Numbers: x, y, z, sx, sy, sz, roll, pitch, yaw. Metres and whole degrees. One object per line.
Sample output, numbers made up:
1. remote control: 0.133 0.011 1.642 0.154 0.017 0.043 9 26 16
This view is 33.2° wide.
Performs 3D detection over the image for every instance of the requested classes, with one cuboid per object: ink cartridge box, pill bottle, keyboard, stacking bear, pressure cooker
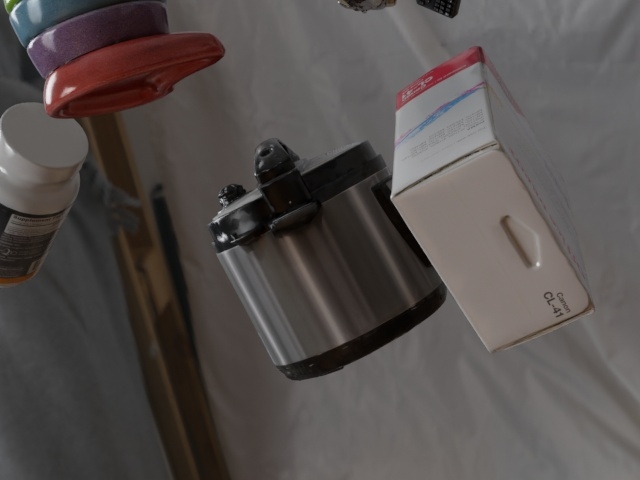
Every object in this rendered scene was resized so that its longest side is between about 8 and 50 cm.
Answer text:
1. ink cartridge box: 0.187 -0.057 1.205 0.131 0.226 0.306 -27 21 20
2. pill bottle: -0.461 -0.067 1.631 0.162 0.278 0.162 20 42 -19
3. keyboard: 0.216 -0.441 1.765 0.108 0.180 0.023 21 56 10
4. stacking bear: -0.235 -0.279 1.038 0.164 0.289 0.175 -20 1 -37
5. pressure cooker: -0.005 0.003 1.983 0.375 0.420 0.370 -30 4 -39

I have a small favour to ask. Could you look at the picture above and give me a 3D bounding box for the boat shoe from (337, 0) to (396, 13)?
1. boat shoe: 0.058 -0.374 1.527 0.092 0.103 0.285 -16 11 5
